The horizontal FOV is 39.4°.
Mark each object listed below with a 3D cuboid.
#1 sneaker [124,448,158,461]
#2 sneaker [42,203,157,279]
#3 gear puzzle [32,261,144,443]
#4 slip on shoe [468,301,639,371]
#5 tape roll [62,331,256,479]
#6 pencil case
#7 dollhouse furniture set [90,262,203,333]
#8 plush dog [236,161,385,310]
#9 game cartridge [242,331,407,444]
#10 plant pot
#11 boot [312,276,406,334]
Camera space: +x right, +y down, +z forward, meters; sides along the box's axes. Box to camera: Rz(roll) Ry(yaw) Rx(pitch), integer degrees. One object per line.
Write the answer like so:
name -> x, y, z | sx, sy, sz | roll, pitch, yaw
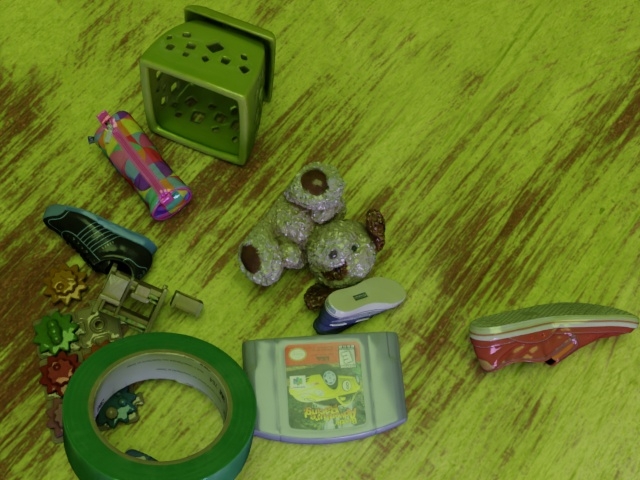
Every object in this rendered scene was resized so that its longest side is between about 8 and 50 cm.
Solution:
sneaker -> -0.246, 0.478, 1.499 | 0.296, 0.112, 0.131 | 38, 75, 15
sneaker -> -0.433, 0.008, 1.704 | 0.232, 0.081, 0.090 | 20, 60, 4
gear puzzle -> -0.439, 0.189, 1.646 | 0.175, 0.044, 0.339 | -13, 68, -9
slip on shoe -> 0.438, 0.179, 1.676 | 0.331, 0.123, 0.101 | -8, 100, -12
tape roll -> -0.269, 0.298, 1.509 | 0.321, 0.077, 0.321 | 7, 41, -6
pencil case -> -0.356, -0.150, 1.768 | 0.104, 0.104, 0.236 | -37, 74, -17
dollhouse furniture set -> -0.311, 0.131, 1.603 | 0.181, 0.161, 0.101 | 25, 91, -12
plush dog -> 0.000, 0.000, 1.704 | 0.225, 0.210, 0.262 | 39, 98, -2
game cartridge -> 0.007, 0.271, 1.633 | 0.294, 0.060, 0.196 | -4, 71, -5
plant pot -> -0.211, -0.321, 1.788 | 0.228, 0.227, 0.207 | 21, 60, 6
boot -> 0.072, 0.126, 1.696 | 0.190, 0.086, 0.069 | -7, 55, -37
